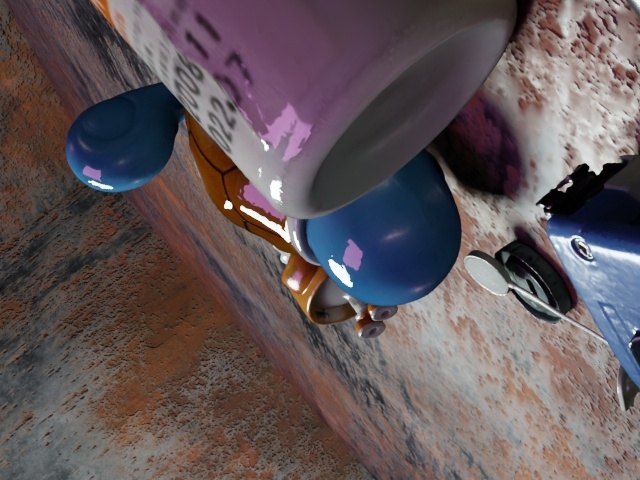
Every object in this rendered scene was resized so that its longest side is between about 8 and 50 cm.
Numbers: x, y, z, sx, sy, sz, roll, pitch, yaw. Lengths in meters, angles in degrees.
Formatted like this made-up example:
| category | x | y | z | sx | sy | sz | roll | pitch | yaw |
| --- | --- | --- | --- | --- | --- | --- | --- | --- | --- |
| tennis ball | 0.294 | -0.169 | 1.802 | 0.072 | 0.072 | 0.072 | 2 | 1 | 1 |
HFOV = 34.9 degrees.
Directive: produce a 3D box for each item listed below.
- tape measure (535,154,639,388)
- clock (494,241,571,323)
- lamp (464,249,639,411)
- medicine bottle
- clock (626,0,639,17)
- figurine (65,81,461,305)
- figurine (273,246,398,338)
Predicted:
| category | x | y | z | sx | sy | sz | roll | pitch | yaw |
| --- | --- | --- | --- | --- | --- | --- | --- | --- | --- |
| tape measure | 0.284 | 0.107 | 0.631 | 0.351 | 0.098 | 0.215 | 54 | 168 | -18 |
| clock | 0.191 | 0.038 | 0.916 | 0.085 | 0.017 | 0.085 | 48 | 166 | 16 |
| lamp | 0.191 | 0.070 | 0.864 | 0.198 | 0.056 | 0.050 | 32 | 158 | 38 |
| medicine bottle | -0.063 | -0.211 | 0.690 | 0.371 | 0.211 | 0.211 | 48 | 166 | 14 |
| clock | 0.218 | -0.108 | 0.368 | 0.273 | 0.049 | 0.279 | 51 | 167 | 0 |
| figurine | -0.035 | -0.102 | 0.970 | 0.416 | 0.243 | 0.298 | 21 | 144 | 25 |
| figurine | 0.008 | 0.002 | 1.234 | 0.143 | 0.143 | 0.271 | 65 | -179 | -45 |
